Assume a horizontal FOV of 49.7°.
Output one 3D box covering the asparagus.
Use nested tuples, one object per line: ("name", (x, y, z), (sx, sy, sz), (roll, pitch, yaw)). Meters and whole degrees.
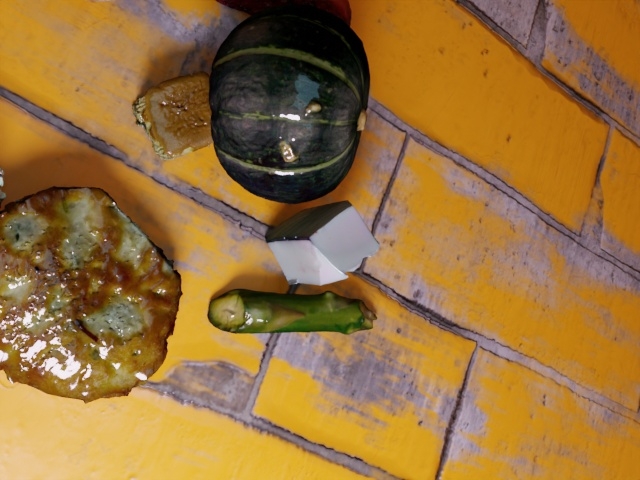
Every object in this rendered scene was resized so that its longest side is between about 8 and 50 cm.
("asparagus", (-0.028, 0.131, 1.234), (0.343, 0.085, 0.082), (6, 59, -27))

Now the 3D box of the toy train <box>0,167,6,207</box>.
("toy train", (-0.505, -0.122, 0.971), (0.074, 0.118, 0.175), (-25, 94, -34))

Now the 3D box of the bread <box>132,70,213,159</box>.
("bread", (-0.230, -0.206, 1.155), (0.140, 0.069, 0.127), (-28, 100, -27))

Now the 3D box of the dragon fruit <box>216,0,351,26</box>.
("dragon fruit", (-0.054, -0.509, 1.237), (0.317, 0.152, 0.204), (8, 80, -29))

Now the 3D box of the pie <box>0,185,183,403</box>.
("pie", (-0.373, 0.080, 1.030), (0.354, 0.103, 0.288), (49, 65, -21))

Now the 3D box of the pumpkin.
("pumpkin", (-0.043, -0.219, 1.133), (0.242, 0.323, 0.323), (5, 81, 12))

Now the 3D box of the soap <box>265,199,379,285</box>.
("soap", (0.000, 0.000, 1.172), (0.145, 0.231, 0.091), (-38, 104, -27))
